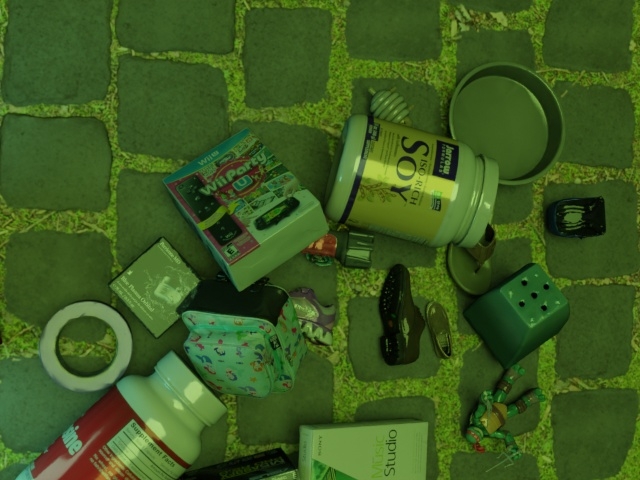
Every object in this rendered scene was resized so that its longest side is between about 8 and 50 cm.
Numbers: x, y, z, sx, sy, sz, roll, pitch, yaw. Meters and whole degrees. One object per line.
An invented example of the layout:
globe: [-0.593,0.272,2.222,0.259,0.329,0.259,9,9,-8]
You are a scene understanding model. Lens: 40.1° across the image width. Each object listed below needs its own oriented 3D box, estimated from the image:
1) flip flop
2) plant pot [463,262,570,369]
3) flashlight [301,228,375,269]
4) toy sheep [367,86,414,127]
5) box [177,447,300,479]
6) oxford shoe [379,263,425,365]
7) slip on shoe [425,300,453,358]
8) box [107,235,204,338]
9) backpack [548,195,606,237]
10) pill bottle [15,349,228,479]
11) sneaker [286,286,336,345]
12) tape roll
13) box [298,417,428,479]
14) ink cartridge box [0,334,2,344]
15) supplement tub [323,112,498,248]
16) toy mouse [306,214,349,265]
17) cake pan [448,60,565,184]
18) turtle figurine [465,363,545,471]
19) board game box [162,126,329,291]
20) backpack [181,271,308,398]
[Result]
flip flop: [0.361,-0.012,2.014,0.112,0.080,0.277,10,86,-12]
plant pot: [0.445,0.151,1.927,0.165,0.234,0.165,-33,74,-12]
flashlight: [-0.038,0.009,1.892,0.303,0.103,0.103,10,85,1]
toy sheep: [0.156,-0.298,1.980,0.132,0.091,0.091,43,81,6]
box: [-0.188,0.511,1.816,0.269,0.216,0.060,-12,90,-11]
oxford shoe: [0.189,0.166,1.985,0.096,0.082,0.227,2,88,-31]
slip on shoe: [0.276,0.206,2.010,0.051,0.041,0.136,-8,90,-12]
box: [-0.343,0.099,1.858,0.158,0.093,0.156,-43,97,-11]
backpack: [0.594,-0.050,2.054,0.120,0.101,0.098,-5,88,-8]
pill bottle: [-0.391,0.423,1.770,0.407,0.229,0.229,-43,97,-10]
sneaker: [-0.064,0.142,1.921,0.236,0.095,0.105,27,77,-15]
tape roll: [-0.487,0.219,1.831,0.188,0.080,0.189,0,89,-12]
box: [0.094,0.511,1.898,0.321,0.058,0.233,4,88,-33]
ink cartridge box: [-0.720,0.072,1.688,0.130,0.272,0.310,-10,91,-12]
supplement tub: [0.191,-0.120,1.887,0.331,0.241,0.241,14,86,-5]
toy mouse: [0.000,0.000,1.961,0.143,0.031,0.161,-15,87,-2]
cake pan: [0.426,-0.267,2.033,0.293,0.054,0.294,2,81,-14]
turtle figurine: [0.402,0.398,1.995,0.234,0.118,0.175,-43,112,-25]
board game box: [-0.158,-0.072,1.809,0.224,0.303,0.098,-34,140,-11]
backpack: [-0.148,0.215,1.804,0.225,0.254,0.191,3,51,23]
